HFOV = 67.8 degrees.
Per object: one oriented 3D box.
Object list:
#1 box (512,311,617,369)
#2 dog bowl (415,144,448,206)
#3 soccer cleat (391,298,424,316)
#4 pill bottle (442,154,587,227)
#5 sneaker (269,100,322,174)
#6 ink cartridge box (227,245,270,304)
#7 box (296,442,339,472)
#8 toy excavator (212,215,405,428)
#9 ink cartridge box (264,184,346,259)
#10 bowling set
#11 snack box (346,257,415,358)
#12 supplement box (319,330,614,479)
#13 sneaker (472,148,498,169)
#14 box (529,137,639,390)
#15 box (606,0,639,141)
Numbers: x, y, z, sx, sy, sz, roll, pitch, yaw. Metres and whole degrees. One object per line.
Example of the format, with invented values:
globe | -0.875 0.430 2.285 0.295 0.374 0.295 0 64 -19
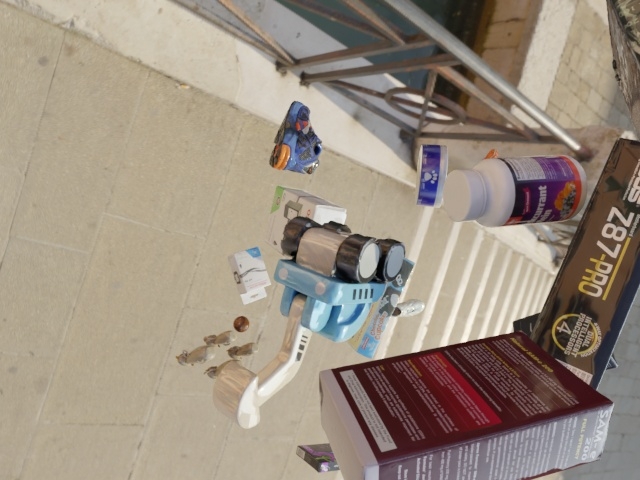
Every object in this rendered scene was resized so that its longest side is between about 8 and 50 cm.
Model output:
box | 0.614 0.261 1.218 0.108 0.207 0.153 46 38 -19
dog bowl | 0.469 -0.275 2.029 0.104 0.265 0.264 6 100 7
soccer cleat | 0.319 0.268 1.847 0.196 0.076 0.068 -3 95 -14
pill bottle | 0.296 -0.075 0.739 0.194 0.108 0.108 -5 104 -14
sneaker | -0.040 -0.190 0.911 0.087 0.221 0.083 24 130 -15
ink cartridge box | -0.243 0.122 1.663 0.104 0.060 0.180 -18 89 -37
box | 0.033 0.578 1.278 0.162 0.116 0.029 12 85 -32
toy excavator | -0.023 0.179 1.110 0.433 0.222 0.444 6 100 -56
ink cartridge box | -0.056 -0.044 1.494 0.115 0.273 0.198 7 103 -33
bowling set | -0.291 0.354 1.531 0.287 0.154 0.199 42 43 -28
snack box | 0.182 0.199 1.522 0.060 0.187 0.321 26 87 -9
supplement box | 0.130 0.167 0.459 0.240 0.130 0.073 -8 112 -13
sneaker | 0.424 -0.181 1.263 0.175 0.067 0.064 -55 141 -24
box | 0.384 0.102 0.693 0.394 0.097 0.318 -63 151 -8
box | 0.855 -0.354 0.886 0.297 0.480 0.471 48 40 -40
